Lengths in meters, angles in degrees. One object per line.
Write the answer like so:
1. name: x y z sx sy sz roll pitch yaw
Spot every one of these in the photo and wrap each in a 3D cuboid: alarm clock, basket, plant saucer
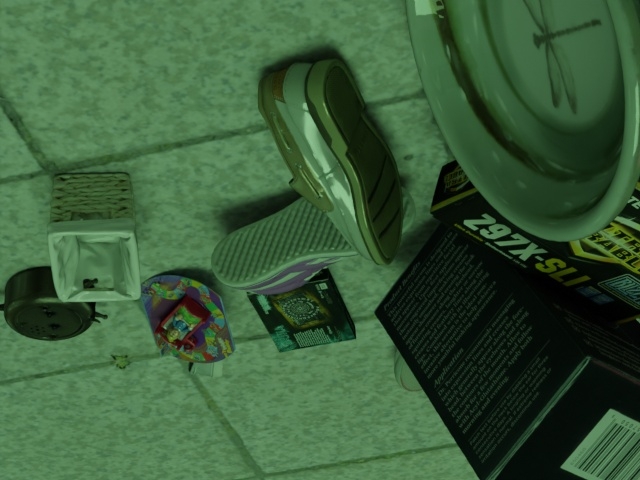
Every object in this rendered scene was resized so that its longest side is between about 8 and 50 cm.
1. alarm clock: -0.409 0.097 2.008 0.192 0.064 0.129 -1 146 1
2. basket: -0.294 -0.004 1.830 0.113 0.103 0.167 -1 147 -5
3. plant saucer: 0.222 -0.201 1.386 0.101 0.400 0.400 -20 151 -20

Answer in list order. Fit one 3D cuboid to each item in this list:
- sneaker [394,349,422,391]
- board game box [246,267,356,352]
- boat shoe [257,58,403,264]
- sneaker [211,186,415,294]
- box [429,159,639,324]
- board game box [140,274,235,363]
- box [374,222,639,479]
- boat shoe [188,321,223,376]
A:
1. sneaker: 0.206 0.182 2.159 0.103 0.111 0.252 19 140 -31
2. board game box: -0.027 0.106 2.095 0.126 0.026 0.186 -10 146 9
3. boat shoe: 0.017 -0.095 1.719 0.103 0.113 0.302 0 131 29
4. sneaker: -0.001 -0.001 1.902 0.282 0.102 0.161 -16 164 8
5. box: 0.331 -0.024 1.643 0.322 0.079 0.257 29 151 -25
6. board game box: -0.200 0.126 2.032 0.133 0.033 0.168 3 129 20
7. box: 0.298 0.169 1.845 0.294 0.395 0.212 27 108 -31
8. boat shoe: -0.181 0.156 2.126 0.063 0.066 0.184 -3 156 -5
